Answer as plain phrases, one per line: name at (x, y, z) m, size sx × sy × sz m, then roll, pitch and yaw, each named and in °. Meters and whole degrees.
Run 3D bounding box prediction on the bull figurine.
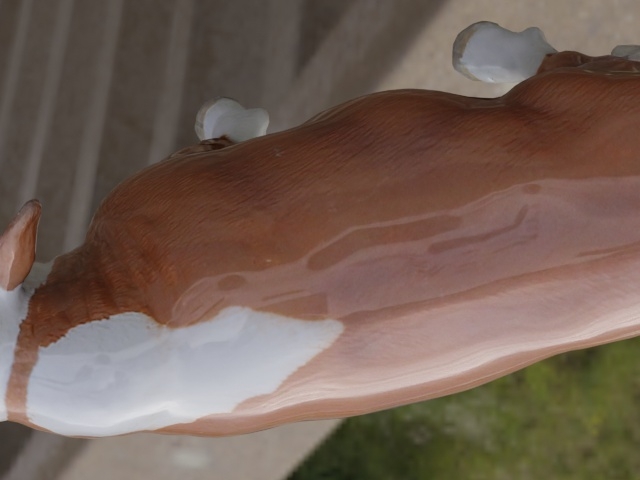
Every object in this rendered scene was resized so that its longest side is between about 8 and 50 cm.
bull figurine at (0.000, 0.000, 0.611) m, size 0.310 × 0.188 × 0.101 m, roll -8°, pitch 109°, yaw 5°
